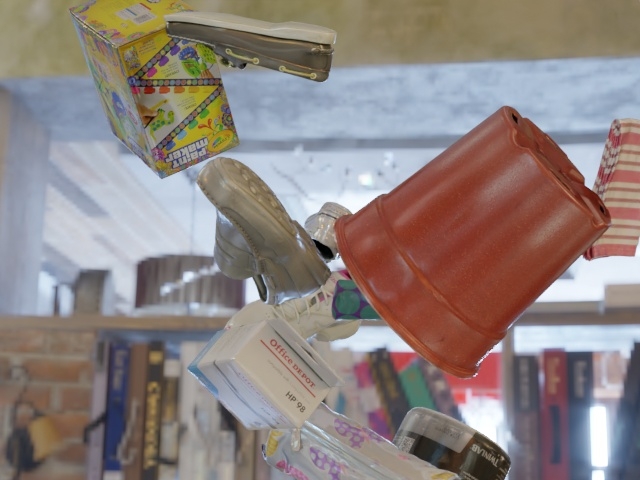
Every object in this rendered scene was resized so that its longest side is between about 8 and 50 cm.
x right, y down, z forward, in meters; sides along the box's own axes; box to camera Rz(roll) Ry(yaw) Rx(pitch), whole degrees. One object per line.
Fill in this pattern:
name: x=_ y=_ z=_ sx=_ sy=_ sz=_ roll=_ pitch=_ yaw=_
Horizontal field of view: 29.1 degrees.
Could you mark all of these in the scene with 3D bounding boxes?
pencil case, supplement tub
pencil case: x=0.056 y=0.310 z=1.676 sx=0.273 sy=0.113 sz=0.124 roll=26 pitch=-31 yaw=23
pencil case: x=0.094 y=0.091 z=1.824 sx=0.151 sy=0.064 sz=0.070 roll=2 pitch=-18 yaw=12
supplement tub: x=0.161 y=0.448 z=1.993 sx=0.193 sy=0.316 sz=0.193 roll=28 pitch=-14 yaw=8

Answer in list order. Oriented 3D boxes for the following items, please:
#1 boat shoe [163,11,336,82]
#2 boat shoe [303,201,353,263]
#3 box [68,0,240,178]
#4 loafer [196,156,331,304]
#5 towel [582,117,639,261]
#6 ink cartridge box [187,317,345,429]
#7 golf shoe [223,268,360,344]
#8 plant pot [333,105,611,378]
boat shoe: x=-0.126 y=-0.334 z=2.101 sx=0.305 sy=0.091 sz=0.109 roll=10 pitch=18 yaw=10
boat shoe: x=0.000 y=0.000 z=1.995 sx=0.083 sy=0.076 sz=0.226 roll=29 pitch=-15 yaw=6
box: x=-0.322 y=-0.315 z=2.368 sx=0.177 sy=0.279 sz=0.290 roll=-26 pitch=34 yaw=-18
loafer: x=-0.081 y=0.002 z=1.504 sx=0.111 sy=0.112 sz=0.319 roll=-34 pitch=-32 yaw=2
towel: x=0.418 y=-0.068 z=1.677 sx=0.029 sy=0.197 sz=0.144 roll=24 pitch=17 yaw=38
ink cartridge box: x=-0.060 y=0.143 z=1.300 sx=0.104 sy=0.060 sz=0.180 roll=47 pitch=-24 yaw=-11
golf shoe: x=-0.028 y=0.105 z=1.970 sx=0.306 sy=0.115 sz=0.140 roll=-16 pitch=-33 yaw=-49
plant pot: x=0.205 y=-0.011 z=1.562 sx=0.265 sy=0.272 sz=0.272 roll=-42 pitch=-33 yaw=19
